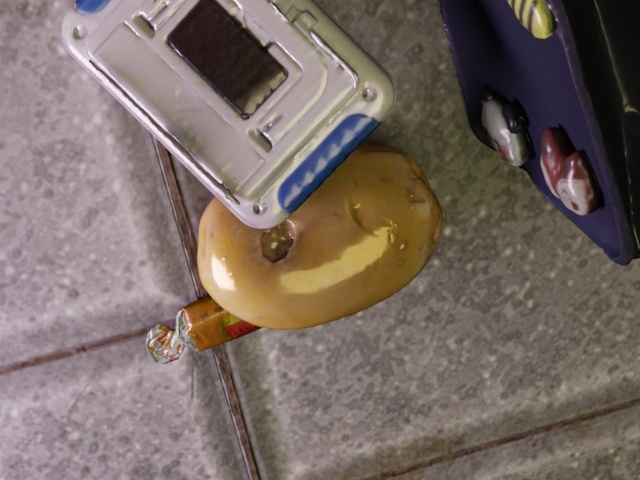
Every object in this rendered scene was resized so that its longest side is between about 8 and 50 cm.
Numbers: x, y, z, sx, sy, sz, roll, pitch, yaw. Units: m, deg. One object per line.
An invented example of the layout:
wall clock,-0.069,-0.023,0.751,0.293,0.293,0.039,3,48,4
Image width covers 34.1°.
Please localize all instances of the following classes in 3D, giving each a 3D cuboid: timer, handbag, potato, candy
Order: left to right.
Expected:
timer,-0.077,-0.147,0.867,0.253,0.078,0.178,44,102,-1
candy,-0.090,0.073,1.047,0.182,0.046,0.053,-19,123,2
potato,0.000,0.000,0.975,0.234,0.150,0.146,-18,142,3
handbag,0.176,-0.171,0.837,0.122,0.303,0.329,-31,119,0
